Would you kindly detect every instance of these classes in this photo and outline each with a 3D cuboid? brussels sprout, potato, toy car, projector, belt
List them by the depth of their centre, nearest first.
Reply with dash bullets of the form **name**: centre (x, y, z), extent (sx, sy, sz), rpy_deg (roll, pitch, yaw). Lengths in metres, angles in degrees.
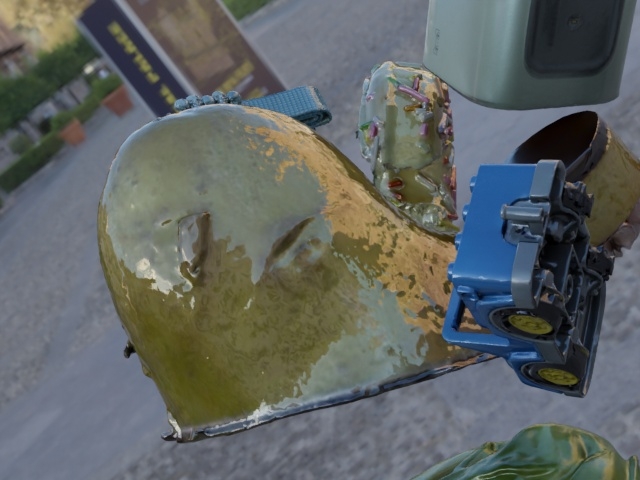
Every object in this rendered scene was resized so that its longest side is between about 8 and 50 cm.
- **toy car**: centre (0.129, 0.026, 0.694), extent (0.100, 0.191, 0.097), rpy_deg (4, 63, 29)
- **potato**: centre (0.000, 0.000, 0.961), extent (0.396, 0.296, 0.290), rpy_deg (-17, -3, -9)
- **brussels sprout**: centre (0.215, 0.337, 1.095), extent (0.327, 0.247, 0.328), rpy_deg (-19, 16, 6)
- **belt**: centre (-0.077, -0.146, 1.253), extent (0.179, 0.065, 0.100), rpy_deg (-20, -30, -9)
- **projector**: centre (0.302, -0.347, 1.520), extent (0.248, 0.249, 0.248), rpy_deg (-7, 28, -19)

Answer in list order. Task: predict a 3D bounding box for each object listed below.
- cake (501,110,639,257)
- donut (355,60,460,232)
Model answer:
- **cake**: centre (0.319, -0.038, 1.307), extent (0.185, 0.178, 0.208), rpy_deg (-34, 15, 29)
- **donut**: centre (0.157, -0.144, 1.823), extent (0.150, 0.371, 0.307), rpy_deg (-3, 50, 10)
